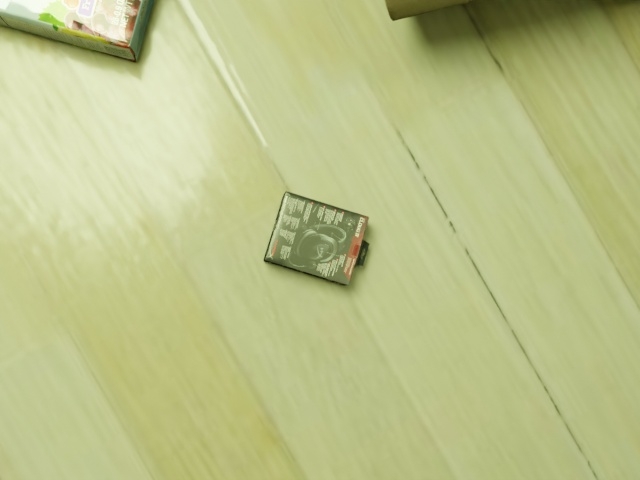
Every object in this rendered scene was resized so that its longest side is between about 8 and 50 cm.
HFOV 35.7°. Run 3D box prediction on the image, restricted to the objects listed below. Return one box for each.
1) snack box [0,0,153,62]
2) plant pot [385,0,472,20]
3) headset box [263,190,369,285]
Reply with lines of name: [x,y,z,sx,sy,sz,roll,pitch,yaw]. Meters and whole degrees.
snack box: [-0.231,-0.260,0.817,0.207,0.070,0.175,14,86,-3]
plant pot: [0.177,-0.307,0.736,0.274,0.256,0.257,-4,87,9]
headset box: [0.000,0.000,0.845,0.083,0.032,0.062,16,86,-5]
